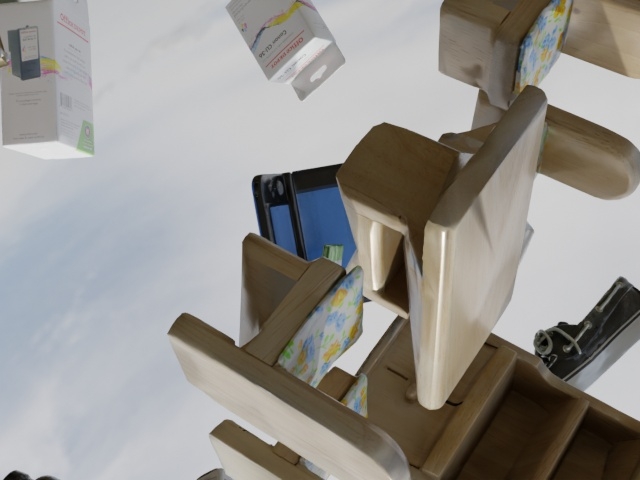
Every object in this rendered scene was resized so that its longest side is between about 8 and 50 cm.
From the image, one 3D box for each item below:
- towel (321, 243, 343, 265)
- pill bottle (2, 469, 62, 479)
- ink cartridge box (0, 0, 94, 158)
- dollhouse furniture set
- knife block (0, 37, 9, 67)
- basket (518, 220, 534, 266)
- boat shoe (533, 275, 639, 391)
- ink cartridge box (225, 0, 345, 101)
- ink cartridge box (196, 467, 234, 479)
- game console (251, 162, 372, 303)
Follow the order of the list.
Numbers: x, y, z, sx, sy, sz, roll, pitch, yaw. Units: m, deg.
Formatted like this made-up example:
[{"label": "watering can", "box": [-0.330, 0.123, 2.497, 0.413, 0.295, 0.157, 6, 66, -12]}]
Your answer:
[{"label": "towel", "box": [0.014, 0.082, 1.855, 0.023, 0.152, 0.113, 7, -178, 14]}, {"label": "pill bottle", "box": [-0.456, 0.484, 1.682, 0.219, 0.123, 0.123, 20, -136, 11]}, {"label": "ink cartridge box", "box": [-0.550, -0.353, 1.945, 0.119, 0.354, 0.207, -3, 177, 7]}, {"label": "dollhouse furniture set", "box": [0.136, 0.080, 0.681, 0.256, 0.394, 0.362, 27, -119, 21]}, {"label": "knife block", "box": [-0.609, -0.302, 1.450, 0.242, 0.276, 0.088, -16, -174, -10]}, {"label": "basket", "box": [0.228, 0.030, 1.423, 0.113, 0.103, 0.167, -72, -173, -77]}, {"label": "boat shoe", "box": [0.351, 0.161, 1.371, 0.306, 0.105, 0.113, -38, 166, -13]}, {"label": "ink cartridge box", "box": [-0.057, -0.338, 1.579, 0.115, 0.198, 0.067, -39, 163, 29]}, {"label": "ink cartridge box", "box": [-0.080, 0.566, 1.569, 0.072, 0.303, 0.307, -28, -138, 22]}, {"label": "game console", "box": [0.000, 0.000, 1.893, 0.173, 0.293, 0.250, -10, -178, 15]}]
